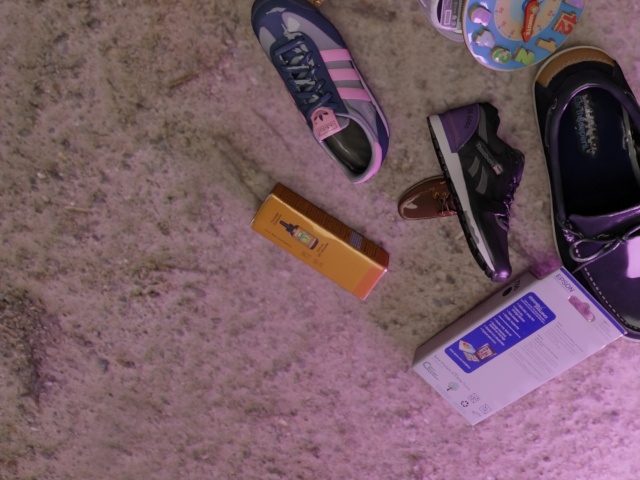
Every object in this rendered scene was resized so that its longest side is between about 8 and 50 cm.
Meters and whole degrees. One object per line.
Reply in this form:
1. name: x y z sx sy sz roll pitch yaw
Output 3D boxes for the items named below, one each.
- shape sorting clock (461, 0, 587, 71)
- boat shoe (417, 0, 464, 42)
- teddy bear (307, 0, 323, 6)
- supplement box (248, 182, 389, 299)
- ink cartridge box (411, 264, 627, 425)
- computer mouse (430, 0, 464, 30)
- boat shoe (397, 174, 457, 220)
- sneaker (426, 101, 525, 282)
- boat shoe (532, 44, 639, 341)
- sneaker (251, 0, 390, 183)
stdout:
1. shape sorting clock: 0.293 -0.334 1.159 0.206 0.040 0.206 -17 133 -18
2. boat shoe: 0.169 -0.370 1.208 0.066 0.063 0.184 -26 106 19
3. teddy bear: -0.072 -0.425 1.158 0.338 0.113 0.245 4 145 8
4. supplement box: 0.000 0.000 1.387 0.233 0.080 0.078 33 113 -7
5. ink cartridge box: 0.329 0.172 1.390 0.165 0.065 0.332 45 121 -10
6. computer mouse: 0.233 -0.347 1.182 0.193 0.042 0.106 -9 122 -24
7. boat shoe: 0.208 -0.071 1.329 0.178 0.060 0.064 -16 109 16
8. sneaker: 0.258 -0.082 1.235 0.124 0.107 0.283 -18 74 7
9. boat shoe: 0.444 -0.046 1.251 0.186 0.156 0.500 -17 110 14
10. sneaker: 0.004 -0.224 1.228 0.112 0.131 0.319 -26 119 28
